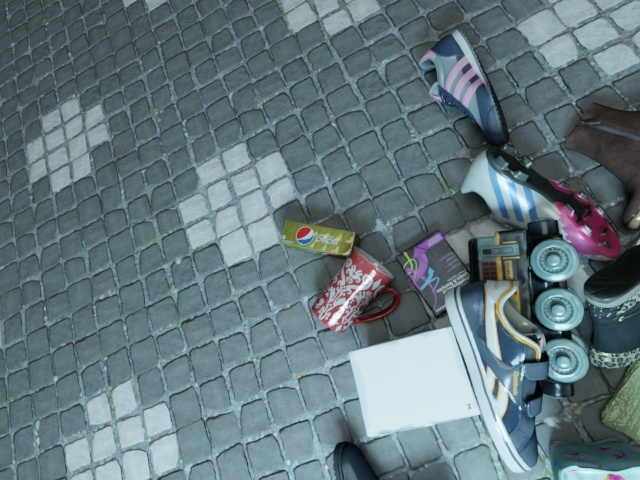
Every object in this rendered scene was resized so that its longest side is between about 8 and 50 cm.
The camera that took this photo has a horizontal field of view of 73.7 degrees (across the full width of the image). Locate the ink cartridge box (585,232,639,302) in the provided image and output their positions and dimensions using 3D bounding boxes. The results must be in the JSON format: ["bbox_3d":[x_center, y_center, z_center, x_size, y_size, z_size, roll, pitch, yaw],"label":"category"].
[{"bbox_3d":[0.659,0.081,0.794,0.189,0.066,0.232,40,85,23],"label":"ink cartridge box"}]

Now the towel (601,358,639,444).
[{"bbox_3d":[0.591,0.295,0.769,0.110,0.027,0.148,32,85,22],"label":"towel"}]

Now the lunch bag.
[{"bbox_3d":[0.458,0.464,0.657,0.160,0.223,0.261,-12,73,20],"label":"lunch bag"}]

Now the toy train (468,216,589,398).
[{"bbox_3d":[0.390,0.126,0.815,0.191,0.142,0.333,-5,87,30],"label":"toy train"}]

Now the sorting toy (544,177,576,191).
[{"bbox_3d":[0.501,-0.102,0.919,0.084,0.012,0.061,14,82,21],"label":"sorting toy"}]

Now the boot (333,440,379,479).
[{"bbox_3d":[0.151,0.489,0.805,0.207,0.094,0.246,-24,68,18],"label":"boot"}]

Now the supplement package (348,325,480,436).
[{"bbox_3d":[0.181,0.264,0.815,0.195,0.203,0.149,-17,70,12],"label":"supplement package"}]

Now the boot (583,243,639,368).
[{"bbox_3d":[0.573,0.113,0.769,0.237,0.178,0.085,-23,27,-14],"label":"boot"}]

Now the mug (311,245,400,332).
[{"bbox_3d":[0.079,0.123,0.936,0.150,0.113,0.169,42,98,19],"label":"mug"}]

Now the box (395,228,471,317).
[{"bbox_3d":[0.257,0.072,0.940,0.116,0.029,0.162,-34,69,6],"label":"box"}]

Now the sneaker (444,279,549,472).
[{"bbox_3d":[0.321,0.220,0.710,0.128,0.126,0.320,-21,84,26],"label":"sneaker"}]

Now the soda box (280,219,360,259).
[{"bbox_3d":[0.000,0.000,1.027,0.182,0.058,0.061,11,79,20],"label":"soda box"}]

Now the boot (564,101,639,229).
[{"bbox_3d":[0.609,-0.159,0.879,0.207,0.090,0.248,29,86,35],"label":"boot"}]

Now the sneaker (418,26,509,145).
[{"bbox_3d":[0.335,-0.339,1.005,0.131,0.112,0.318,-26,65,28],"label":"sneaker"}]

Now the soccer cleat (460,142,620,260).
[{"bbox_3d":[0.446,-0.062,0.886,0.331,0.143,0.116,40,53,5],"label":"soccer cleat"}]
